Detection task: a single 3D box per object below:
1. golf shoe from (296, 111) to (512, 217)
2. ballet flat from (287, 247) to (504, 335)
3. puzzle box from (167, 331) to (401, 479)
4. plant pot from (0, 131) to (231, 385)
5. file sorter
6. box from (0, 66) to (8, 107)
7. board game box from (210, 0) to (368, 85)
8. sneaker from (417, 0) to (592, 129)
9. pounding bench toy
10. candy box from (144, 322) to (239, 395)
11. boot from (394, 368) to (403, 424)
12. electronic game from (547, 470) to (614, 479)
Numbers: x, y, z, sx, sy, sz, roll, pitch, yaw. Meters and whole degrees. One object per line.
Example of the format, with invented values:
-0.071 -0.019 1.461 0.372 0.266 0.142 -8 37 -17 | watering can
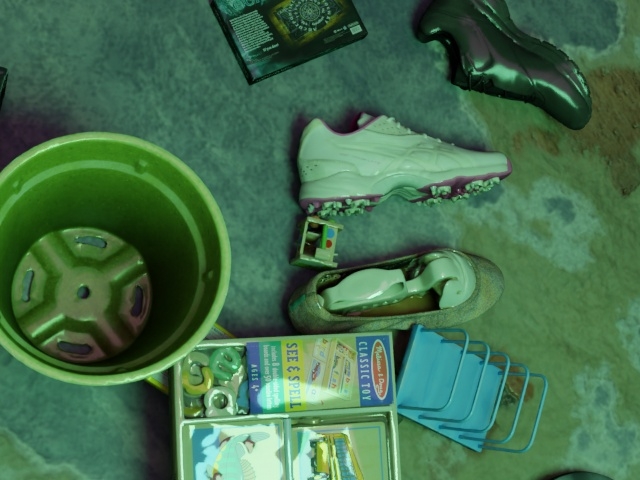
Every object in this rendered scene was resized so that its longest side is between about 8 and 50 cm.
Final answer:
0.113 -0.114 1.564 0.306 0.115 0.140 -6 78 -19 | golf shoe
0.115 0.065 1.522 0.316 0.106 0.107 -12 66 -20 | ballet flat
-0.035 0.315 1.361 0.272 0.052 0.408 -2 83 -17 | puzzle box
-0.264 0.044 1.338 0.276 0.254 0.276 4 76 -16 | plant pot
0.196 0.195 1.501 0.170 0.104 0.118 30 70 -33 | file sorter
-0.525 -0.143 1.377 0.261 0.103 0.184 16 72 -14 | box
-0.042 -0.304 1.596 0.186 0.026 0.126 -25 87 -20 | board game box
0.257 -0.245 1.647 0.286 0.109 0.130 41 77 4 | sneaker
0.000 0.000 1.519 0.052 0.083 0.065 14 76 -14 | pounding bench toy
-0.120 0.173 1.437 0.206 0.027 0.105 40 67 -32 | candy box
0.081 0.255 1.501 0.161 0.083 0.246 -41 97 -28 | boot
0.349 0.426 1.560 0.229 0.048 0.229 1 86 -22 | electronic game
